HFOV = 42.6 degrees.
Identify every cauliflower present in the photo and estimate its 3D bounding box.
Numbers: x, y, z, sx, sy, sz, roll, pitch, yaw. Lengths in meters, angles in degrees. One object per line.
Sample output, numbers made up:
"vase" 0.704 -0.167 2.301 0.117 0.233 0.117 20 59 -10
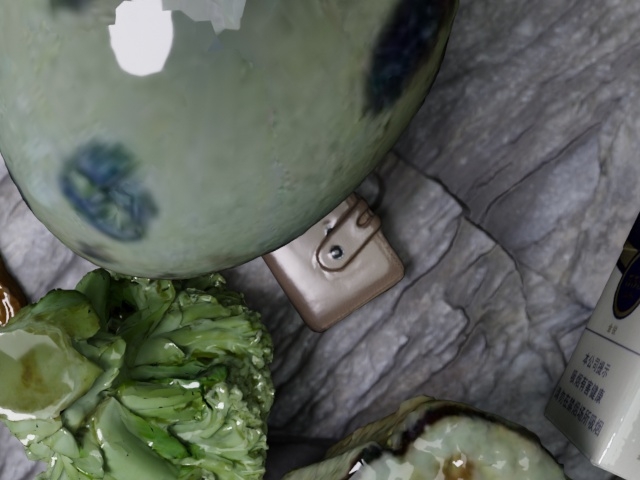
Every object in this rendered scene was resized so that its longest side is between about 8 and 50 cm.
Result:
"cauliflower" -0.170 0.131 0.680 0.272 0.250 0.275 -34 54 -2

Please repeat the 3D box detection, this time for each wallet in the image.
"wallet" 0.000 0.000 0.780 0.118 0.039 0.152 -35 89 5

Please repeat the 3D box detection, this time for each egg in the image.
"egg" -0.080 -0.171 0.625 0.345 0.345 0.428 27 93 2

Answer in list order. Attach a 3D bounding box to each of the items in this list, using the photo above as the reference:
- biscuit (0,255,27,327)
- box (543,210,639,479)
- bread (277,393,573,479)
"biscuit" -0.416 0.093 0.799 0.257 0.049 0.273 -28 92 3
"box" 0.292 0.068 0.704 0.071 0.168 0.259 23 92 0
"bread" 0.018 0.301 0.681 0.395 0.264 0.239 -38 87 -11
